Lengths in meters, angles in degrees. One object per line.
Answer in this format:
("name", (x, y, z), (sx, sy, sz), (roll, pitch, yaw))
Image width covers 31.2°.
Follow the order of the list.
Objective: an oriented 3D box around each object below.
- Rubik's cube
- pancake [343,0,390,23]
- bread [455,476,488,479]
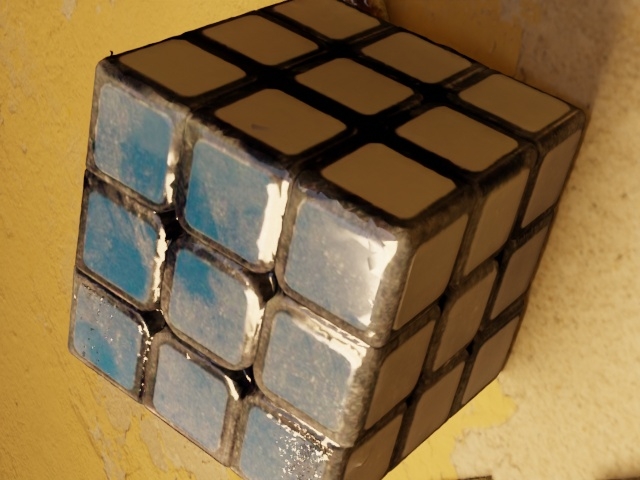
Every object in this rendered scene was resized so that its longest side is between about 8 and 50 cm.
("Rubik's cube", (0.000, 0.000, 0.977), (0.301, 0.304, 0.305), (31, 129, 24))
("pancake", (0.002, -0.170, 1.168), (0.266, 0.057, 0.244), (35, 131, 37))
("bread", (0.131, 0.286, 1.188), (0.153, 0.028, 0.068), (-26, 83, 56))
